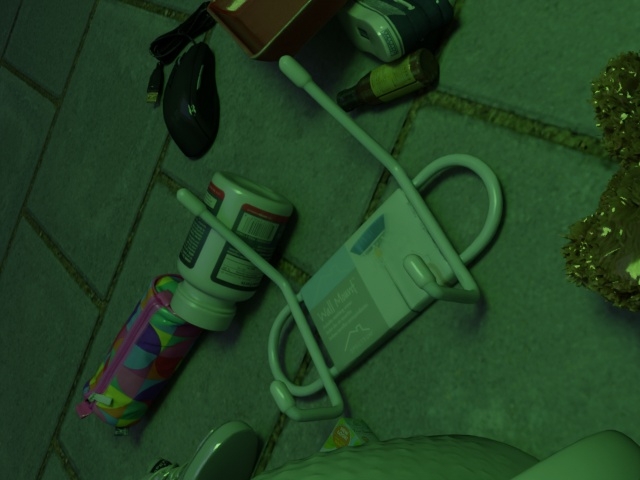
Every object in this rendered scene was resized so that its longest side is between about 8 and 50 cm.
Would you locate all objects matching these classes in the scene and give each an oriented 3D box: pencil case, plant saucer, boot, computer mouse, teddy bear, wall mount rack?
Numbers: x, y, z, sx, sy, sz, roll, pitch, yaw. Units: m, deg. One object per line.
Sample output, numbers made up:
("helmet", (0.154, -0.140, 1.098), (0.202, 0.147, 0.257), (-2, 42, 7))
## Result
("pencil case", (-0.243, 0.158, 1.017), (0.236, 0.104, 0.104), (-55, 45, 19))
("plant saucer", (-0.010, -0.331, 0.883), (0.258, 0.047, 0.259), (-45, 34, 7))
("boot", (0.078, -0.259, 0.834), (0.086, 0.069, 0.190), (-30, 35, -1))
("computer mouse", (-0.235, -0.244, 1.160), (0.184, 0.060, 0.262), (-20, 64, 41))
("teddy bear", (0.299, -0.096, 0.519), (0.245, 0.113, 0.338), (-3, 68, 40))
("boot", (-0.174, 0.302, 0.896), (0.123, 0.095, 0.258), (38, 107, 39))
("wall mount rack", (0.000, 0.000, 0.763), (0.350, 0.130, 0.304), (-46, 55, 26))

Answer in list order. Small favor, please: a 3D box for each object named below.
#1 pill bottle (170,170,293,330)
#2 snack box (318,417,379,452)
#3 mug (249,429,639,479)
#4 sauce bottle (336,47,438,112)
("pill bottle", (-0.117, 0.015, 0.916), (0.108, 0.107, 0.180), (37, 105, 47))
("snack box", (0.022, 0.266, 0.739), (0.100, 0.037, 0.141), (45, 110, 43))
("mug", (0.056, 0.245, 0.470), (0.374, 0.328, 0.276), (-47, 56, 22))
("sauce bottle", (0.071, -0.175, 0.820), (0.128, 0.042, 0.042), (-13, 69, 43))
